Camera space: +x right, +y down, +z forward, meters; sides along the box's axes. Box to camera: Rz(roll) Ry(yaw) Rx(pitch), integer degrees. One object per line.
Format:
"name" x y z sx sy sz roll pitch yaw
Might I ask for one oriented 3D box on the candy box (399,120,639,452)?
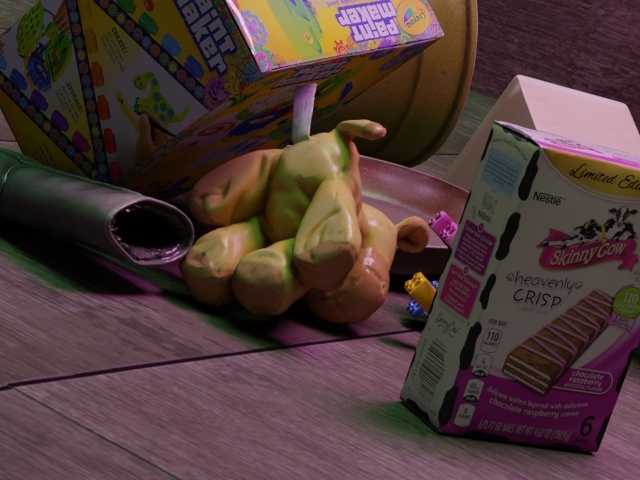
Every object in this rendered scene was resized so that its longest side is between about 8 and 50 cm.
"candy box" 0.175 0.039 1.456 0.159 0.233 0.071 10 14 -30

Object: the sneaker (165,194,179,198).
"sneaker" -0.210 -0.074 1.870 0.161 0.057 0.075 25 30 23

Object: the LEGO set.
"LEGO set" 0.119 0.043 1.659 0.093 0.087 0.227 47 0 -23

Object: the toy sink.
"toy sink" 0.239 -0.047 2.120 0.153 0.234 0.131 13 42 -26

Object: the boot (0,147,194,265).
"boot" -0.234 -0.032 1.542 0.190 0.076 0.208 2 19 -46

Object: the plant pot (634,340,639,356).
"plant pot" 0.455 0.005 1.806 0.247 0.252 0.248 -9 22 -20

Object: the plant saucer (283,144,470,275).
"plant saucer" 0.035 -0.028 1.938 0.310 0.050 0.310 12 16 -3

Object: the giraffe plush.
"giraffe plush" 0.000 0.000 1.610 0.181 0.210 0.170 5 -31 33

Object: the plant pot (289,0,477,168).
"plant pot" -0.055 -0.265 2.336 0.353 0.366 0.366 -3 21 -29

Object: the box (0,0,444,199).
"box" -0.096 -0.175 1.715 0.290 0.279 0.177 -18 78 -54
